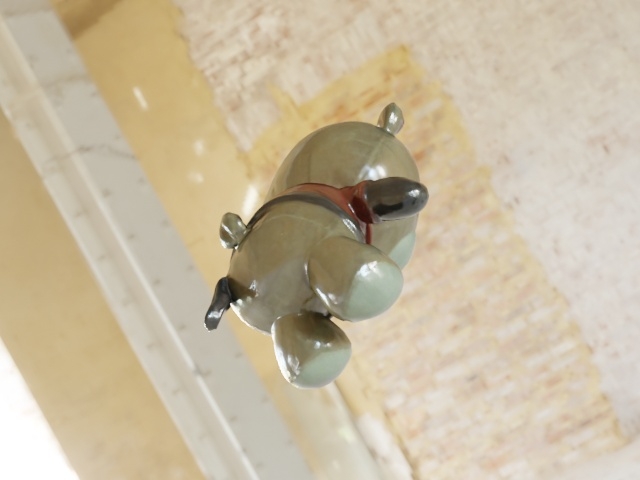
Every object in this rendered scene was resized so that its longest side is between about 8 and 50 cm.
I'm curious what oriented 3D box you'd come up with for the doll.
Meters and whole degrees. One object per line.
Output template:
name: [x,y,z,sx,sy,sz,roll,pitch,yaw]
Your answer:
doll: [0.000,0.000,1.257,0.235,0.174,0.330,-61,-1,26]
